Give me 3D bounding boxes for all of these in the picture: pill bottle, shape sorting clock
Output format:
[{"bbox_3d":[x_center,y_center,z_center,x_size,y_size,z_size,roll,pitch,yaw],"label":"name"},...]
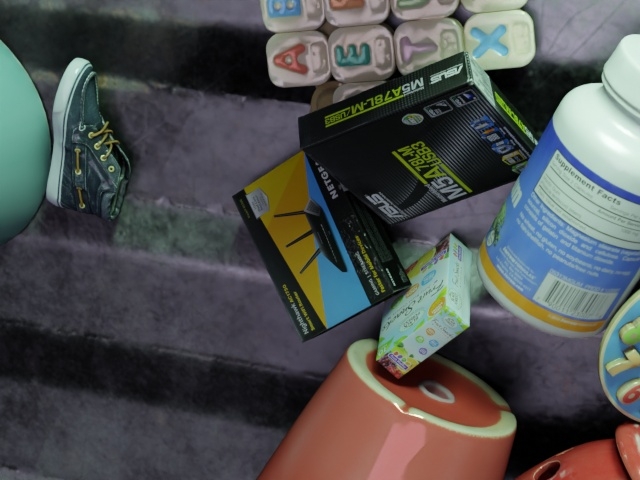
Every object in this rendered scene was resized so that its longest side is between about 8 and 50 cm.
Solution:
[{"bbox_3d":[0.269,-0.052,1.239,0.152,0.152,0.272,29,122,6],"label":"pill bottle"},{"bbox_3d":[0.374,0.106,1.290,0.206,0.040,0.206,-6,122,-10],"label":"shape sorting clock"}]

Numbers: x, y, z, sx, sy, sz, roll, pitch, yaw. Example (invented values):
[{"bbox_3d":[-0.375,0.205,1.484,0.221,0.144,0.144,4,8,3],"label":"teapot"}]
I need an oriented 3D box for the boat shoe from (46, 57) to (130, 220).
[{"bbox_3d":[-0.251,-0.111,1.460,0.083,0.065,0.183,18,121,10],"label":"boat shoe"}]

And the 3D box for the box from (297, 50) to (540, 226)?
[{"bbox_3d":[0.103,-0.095,1.289,0.184,0.190,0.045,-21,57,22],"label":"box"}]

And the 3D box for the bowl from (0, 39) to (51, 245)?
[{"bbox_3d":[-0.482,-0.100,1.484,0.311,0.163,0.312,7,113,17],"label":"bowl"}]

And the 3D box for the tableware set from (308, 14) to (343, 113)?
[{"bbox_3d":[0.058,-0.162,1.357,0.168,0.020,0.141,20,114,13],"label":"tableware set"}]

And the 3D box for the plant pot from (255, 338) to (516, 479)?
[{"bbox_3d":[0.073,0.255,1.391,0.275,0.275,0.243,26,106,8],"label":"plant pot"}]

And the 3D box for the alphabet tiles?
[{"bbox_3d":[0.070,-0.246,1.303,0.278,0.021,0.284,-2,104,18],"label":"alphabet tiles"}]

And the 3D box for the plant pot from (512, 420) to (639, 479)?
[{"bbox_3d":[0.308,0.291,1.355,0.174,0.191,0.191,-40,94,19],"label":"plant pot"}]

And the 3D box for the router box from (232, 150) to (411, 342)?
[{"bbox_3d":[0.000,0.000,1.391,0.133,0.046,0.179,-31,81,32],"label":"router box"}]

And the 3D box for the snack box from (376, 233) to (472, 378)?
[{"bbox_3d":[0.109,0.066,1.356,0.037,0.141,0.100,40,119,-16],"label":"snack box"}]
